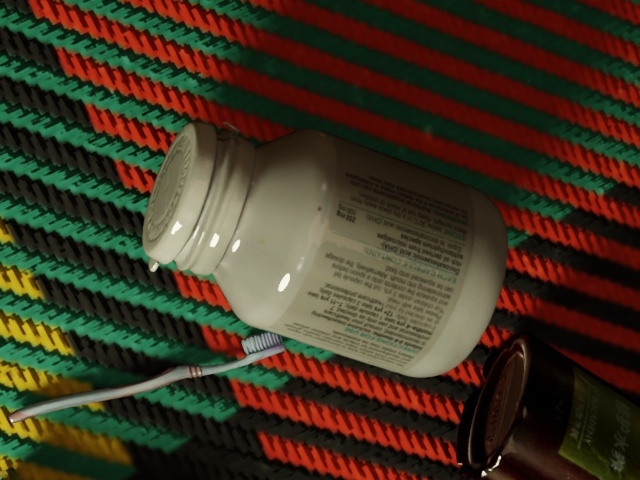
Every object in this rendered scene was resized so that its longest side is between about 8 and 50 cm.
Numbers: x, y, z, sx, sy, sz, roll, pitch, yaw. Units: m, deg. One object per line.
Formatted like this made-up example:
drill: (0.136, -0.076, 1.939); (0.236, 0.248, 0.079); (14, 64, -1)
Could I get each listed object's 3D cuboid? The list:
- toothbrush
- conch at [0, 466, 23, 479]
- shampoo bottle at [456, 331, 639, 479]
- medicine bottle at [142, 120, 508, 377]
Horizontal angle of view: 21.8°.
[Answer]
toothbrush: (-0.112, 0.091, 1.095); (0.193, 0.013, 0.019); (-15, 87, -21)
conch: (-0.152, 0.243, 1.043); (0.201, 0.079, 0.095); (42, 87, 4)
shampoo bottle: (0.248, 0.193, 1.180); (0.323, 0.084, 0.129); (33, 46, -15)
medicine bottle: (0.000, 0.000, 1.076); (0.215, 0.135, 0.135); (19, 81, -18)
